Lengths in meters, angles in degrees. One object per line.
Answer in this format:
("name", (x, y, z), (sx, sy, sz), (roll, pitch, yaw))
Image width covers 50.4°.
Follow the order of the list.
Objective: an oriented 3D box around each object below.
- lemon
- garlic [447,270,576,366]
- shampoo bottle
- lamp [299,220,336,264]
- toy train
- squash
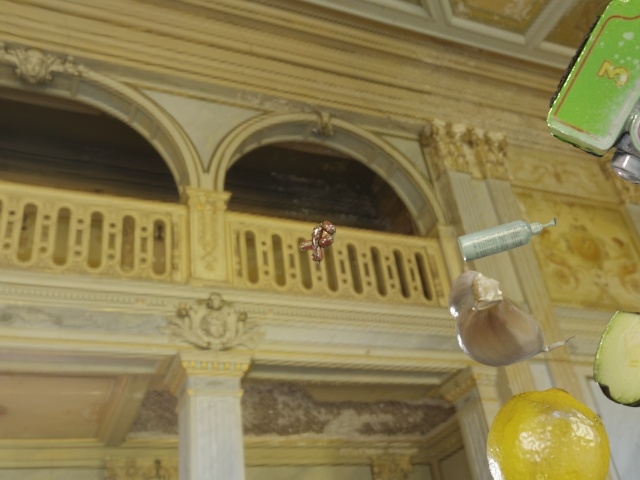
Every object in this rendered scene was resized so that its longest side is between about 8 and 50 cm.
("lemon", (0.516, 0.480, 1.554), (0.292, 0.293, 0.293), (-6, -34, -4))
("garlic", (0.513, 0.222, 1.970), (0.339, 0.232, 0.246), (27, -59, -20))
("shampoo bottle", (0.379, -0.007, 1.374), (0.195, 0.056, 0.056), (-16, -34, 7))
("lamp", (0.000, 0.000, 1.394), (0.083, 0.063, 0.031), (-50, -23, 3))
("toy train", (0.558, -0.270, 1.194), (0.307, 0.248, 0.173), (-63, -18, 12))
("squash", (0.613, 0.238, 1.271), (0.085, 0.184, 0.192), (36, -11, -27))
